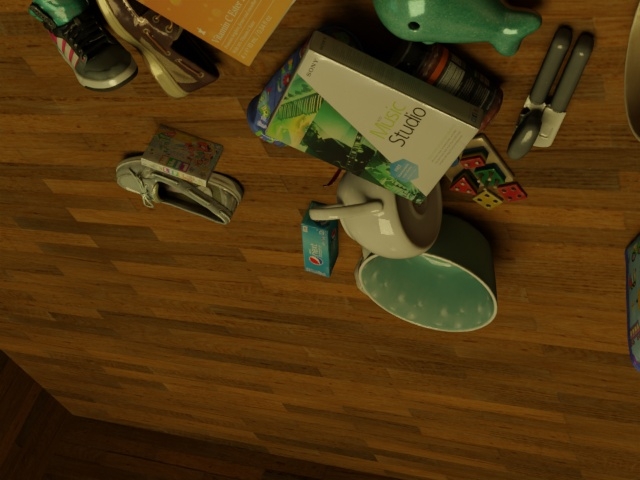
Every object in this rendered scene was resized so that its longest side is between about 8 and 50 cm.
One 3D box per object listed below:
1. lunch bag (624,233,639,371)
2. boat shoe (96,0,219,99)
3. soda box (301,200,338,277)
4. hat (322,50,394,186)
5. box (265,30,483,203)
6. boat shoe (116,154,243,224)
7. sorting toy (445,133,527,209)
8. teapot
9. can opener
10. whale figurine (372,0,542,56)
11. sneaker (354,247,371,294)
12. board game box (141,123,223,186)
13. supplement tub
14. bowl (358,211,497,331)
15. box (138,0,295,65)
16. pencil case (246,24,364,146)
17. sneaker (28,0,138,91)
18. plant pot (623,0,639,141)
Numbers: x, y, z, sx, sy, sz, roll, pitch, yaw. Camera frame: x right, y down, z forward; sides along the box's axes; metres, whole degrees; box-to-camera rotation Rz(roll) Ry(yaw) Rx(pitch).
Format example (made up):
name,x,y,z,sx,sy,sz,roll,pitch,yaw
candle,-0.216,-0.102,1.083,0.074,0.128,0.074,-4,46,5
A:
name,x,y,z,sx,sy,sz,roll,pitch,yaw
lunch bag,0.659,0.103,1.841,0.138,0.293,0.221,21,150,1
boat shoe,-0.302,-0.410,1.829,0.123,0.123,0.342,-14,135,20
soda box,0.000,0.000,2.312,0.067,0.071,0.210,16,149,11
hat,0.103,-0.213,1.797,0.173,0.183,0.208,14,149,17
box,0.088,-0.206,1.705,0.322,0.058,0.232,24,141,-8
boat shoe,-0.346,-0.118,2.313,0.320,0.103,0.118,15,149,11
sorting toy,0.297,-0.136,1.935,0.132,0.046,0.274,-8,139,40
teapot,0.114,-0.075,1.946,0.187,0.252,0.256,-5,141,32
can opener,0.394,-0.241,1.674,0.074,0.093,0.280,19,145,6
whale figurine,0.208,-0.363,1.538,0.272,0.141,0.216,27,149,-10
sneaker,0.128,0.076,2.322,0.111,0.103,0.252,6,145,22
board game box,-0.308,-0.190,2.175,0.154,0.103,0.026,19,150,3
supplement tub,0.216,-0.275,1.709,0.198,0.106,0.106,32,148,-16
bowl,0.253,0.052,2.145,0.311,0.163,0.311,15,149,10
box,-0.198,-0.479,1.584,0.345,0.168,0.215,29,149,-12
pencil case,-0.031,-0.281,1.832,0.119,0.133,0.306,10,157,-25
sneaker,-0.455,-0.407,1.842,0.295,0.124,0.178,39,161,44
plant pot,0.612,-0.256,1.388,0.274,0.256,0.256,4,149,-2
